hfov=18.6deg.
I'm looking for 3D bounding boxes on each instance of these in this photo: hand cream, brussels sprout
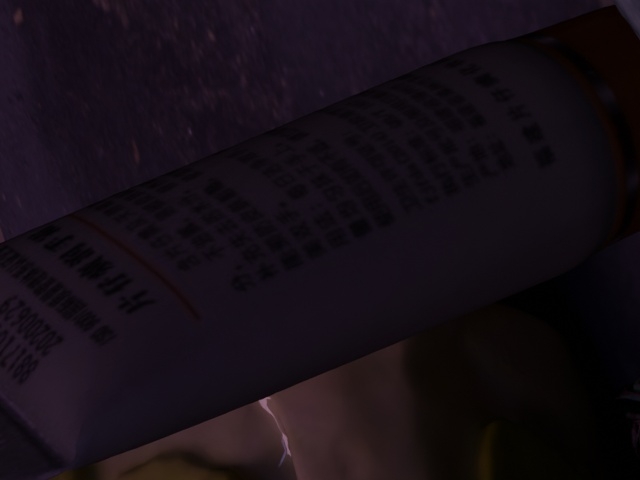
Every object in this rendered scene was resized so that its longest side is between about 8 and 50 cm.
[{"bbox_3d":[0.000,0.000,0.680,0.140,0.314,0.089,35,136,52],"label":"hand cream"},{"bbox_3d":[0.006,0.166,0.825,0.268,0.344,0.344,11,123,34],"label":"brussels sprout"}]

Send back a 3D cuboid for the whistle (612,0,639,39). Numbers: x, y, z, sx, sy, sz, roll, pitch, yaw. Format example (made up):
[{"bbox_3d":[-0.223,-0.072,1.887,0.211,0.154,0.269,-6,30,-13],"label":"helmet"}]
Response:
[{"bbox_3d":[0.133,-0.081,0.652,0.312,0.062,0.062,58,152,17],"label":"whistle"}]

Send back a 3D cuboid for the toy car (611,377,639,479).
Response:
[{"bbox_3d":[0.155,0.089,0.751,0.142,0.055,0.069,1,113,64],"label":"toy car"}]
